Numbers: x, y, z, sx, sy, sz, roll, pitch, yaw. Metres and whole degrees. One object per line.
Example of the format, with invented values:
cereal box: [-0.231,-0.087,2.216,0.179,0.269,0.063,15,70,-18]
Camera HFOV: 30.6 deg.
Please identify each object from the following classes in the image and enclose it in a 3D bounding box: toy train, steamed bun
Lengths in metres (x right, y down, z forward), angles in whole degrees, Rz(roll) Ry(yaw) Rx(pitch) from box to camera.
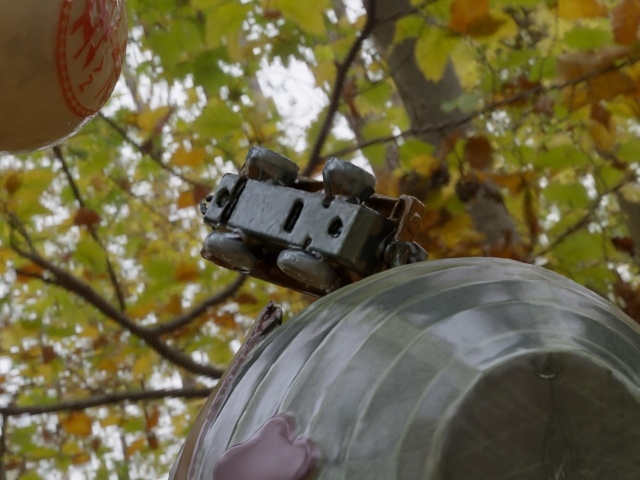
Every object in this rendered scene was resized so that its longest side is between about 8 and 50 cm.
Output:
toy train: [0.000,0.000,0.854,0.127,0.219,0.089,34,-104,-45]
steamed bun: [-0.255,-0.186,1.067,0.145,0.232,0.232,16,-31,15]

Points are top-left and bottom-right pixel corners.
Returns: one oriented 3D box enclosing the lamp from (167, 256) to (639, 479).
lamp: [0.044,0.135,0.476,0.233,0.265,0.233,7,-35,5]
